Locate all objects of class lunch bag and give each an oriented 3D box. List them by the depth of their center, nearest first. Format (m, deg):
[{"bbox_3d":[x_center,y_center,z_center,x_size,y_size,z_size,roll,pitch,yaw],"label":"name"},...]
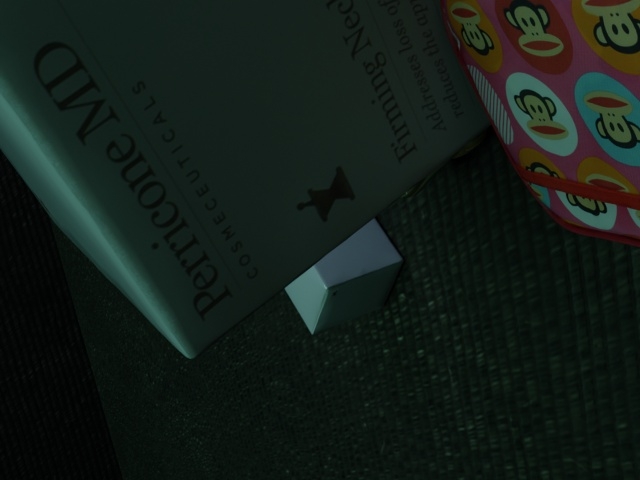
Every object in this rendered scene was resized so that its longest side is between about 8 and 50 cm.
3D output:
[{"bbox_3d":[0.220,-0.085,0.622,0.258,0.120,0.293,59,165,-21],"label":"lunch bag"}]

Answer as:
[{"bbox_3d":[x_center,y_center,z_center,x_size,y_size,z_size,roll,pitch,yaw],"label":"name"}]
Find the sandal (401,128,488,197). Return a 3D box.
[{"bbox_3d":[0.123,-0.102,0.912,0.180,0.049,0.072,-51,46,44],"label":"sandal"}]

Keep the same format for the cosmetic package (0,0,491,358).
[{"bbox_3d":[-0.086,-0.195,0.779,0.327,0.394,0.329,33,157,52],"label":"cosmetic package"}]

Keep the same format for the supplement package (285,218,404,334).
[{"bbox_3d":[0.000,0.000,1.176,0.179,0.105,0.105,58,152,26],"label":"supplement package"}]
